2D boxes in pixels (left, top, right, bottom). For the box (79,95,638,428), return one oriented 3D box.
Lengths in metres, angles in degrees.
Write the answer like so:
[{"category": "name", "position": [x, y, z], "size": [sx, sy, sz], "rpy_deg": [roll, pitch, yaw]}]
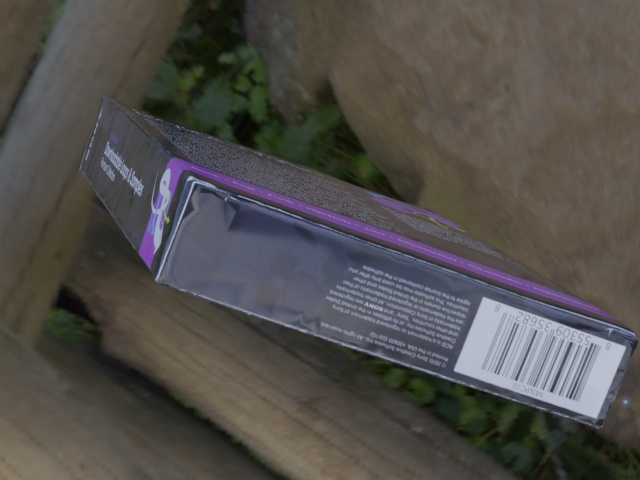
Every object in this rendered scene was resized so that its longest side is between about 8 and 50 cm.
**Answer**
[{"category": "box", "position": [0.000, 0.000, 0.446], "size": [0.116, 0.162, 0.029], "rpy_deg": [19, 97, -17]}]
